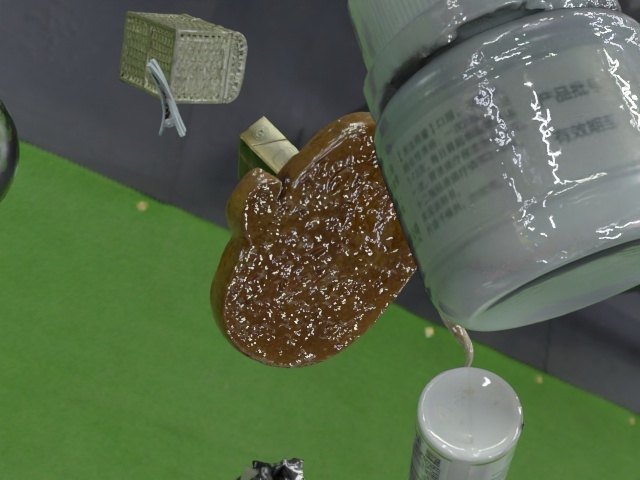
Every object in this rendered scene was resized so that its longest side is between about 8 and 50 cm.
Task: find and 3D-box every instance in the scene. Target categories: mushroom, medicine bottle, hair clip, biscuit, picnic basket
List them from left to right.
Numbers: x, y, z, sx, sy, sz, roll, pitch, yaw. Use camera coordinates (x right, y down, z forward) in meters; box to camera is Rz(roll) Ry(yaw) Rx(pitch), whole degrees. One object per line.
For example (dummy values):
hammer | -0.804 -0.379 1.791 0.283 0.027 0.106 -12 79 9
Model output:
hair clip | -0.225 -0.198 1.515 0.030 0.039 0.115 -97 172 -66
picnic basket | -0.239 -0.323 1.893 0.154 0.196 0.134 -3 110 -37
biscuit | -0.001 -0.001 1.379 0.314 0.063 0.367 29 103 -40
medicine bottle | 0.120 0.186 0.927 0.086 0.183 0.086 0 56 0
mushroom | 0.180 0.041 1.334 0.043 0.068 0.306 -46 151 -52
medicine bottle | 0.164 -0.103 0.893 0.245 0.245 0.306 -3 66 -40

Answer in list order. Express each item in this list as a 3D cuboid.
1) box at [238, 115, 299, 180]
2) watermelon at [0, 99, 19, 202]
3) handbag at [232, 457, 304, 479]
box | -0.054 -0.097 2.006 0.071 0.159 0.240 -38 72 -20
watermelon | -0.569 -0.136 1.558 0.269 0.269 0.268 9 75 -38
handbag | -0.097 0.531 1.659 0.325 0.327 0.162 57 33 9
